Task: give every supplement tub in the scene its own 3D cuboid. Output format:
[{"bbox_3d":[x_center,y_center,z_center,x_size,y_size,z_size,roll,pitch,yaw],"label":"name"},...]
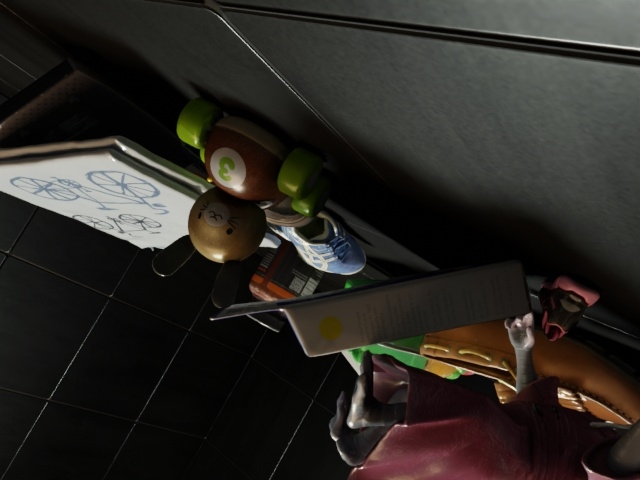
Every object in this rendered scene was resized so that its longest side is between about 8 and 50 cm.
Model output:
[{"bbox_3d":[-0.052,0.054,1.101,0.106,0.198,0.106,30,174,4],"label":"supplement tub"}]

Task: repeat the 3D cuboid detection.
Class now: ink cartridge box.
[{"bbox_3d":[0.041,0.083,0.757,0.307,0.072,0.303,-12,177,-5],"label":"ink cartridge box"}]

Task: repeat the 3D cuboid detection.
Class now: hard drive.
[{"bbox_3d":[-0.307,-0.144,0.897,0.255,0.172,0.054,36,-151,-59],"label":"hard drive"}]

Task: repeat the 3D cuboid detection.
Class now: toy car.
[{"bbox_3d":[-0.102,-0.030,0.706,0.155,0.188,0.149,28,174,13],"label":"toy car"}]

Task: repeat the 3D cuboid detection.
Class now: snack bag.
[{"bbox_3d":[-0.259,-0.052,0.897,0.323,0.037,0.342,-1,161,34],"label":"snack bag"}]

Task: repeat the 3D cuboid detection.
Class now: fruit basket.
[{"bbox_3d":[0.206,0.194,1.179,0.353,0.165,0.327,23,-176,-17],"label":"fruit basket"}]

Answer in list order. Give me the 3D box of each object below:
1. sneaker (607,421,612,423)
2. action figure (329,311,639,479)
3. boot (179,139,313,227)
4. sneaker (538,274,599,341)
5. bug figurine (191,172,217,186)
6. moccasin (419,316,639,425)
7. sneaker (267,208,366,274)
[{"bbox_3d":[0.453,0.268,1.025,0.087,0.092,0.228,29,173,15],"label":"sneaker"},{"bbox_3d":[0.200,0.216,0.636,0.370,0.275,0.248,13,-177,-3],"label":"action figure"},{"bbox_3d":[-0.095,-0.079,0.820,0.190,0.069,0.086,28,178,26],"label":"boot"},{"bbox_3d":[0.229,0.070,0.624,0.047,0.057,0.119,26,174,16],"label":"sneaker"},{"bbox_3d":[-0.304,-0.148,1.206,0.216,0.072,0.279,33,180,24],"label":"bug figurine"},{"bbox_3d":[0.282,0.182,0.851,0.380,0.147,0.139,23,171,45],"label":"moccasin"},{"bbox_3d":[0.000,0.000,0.979,0.211,0.080,0.081,33,176,-38],"label":"sneaker"}]
